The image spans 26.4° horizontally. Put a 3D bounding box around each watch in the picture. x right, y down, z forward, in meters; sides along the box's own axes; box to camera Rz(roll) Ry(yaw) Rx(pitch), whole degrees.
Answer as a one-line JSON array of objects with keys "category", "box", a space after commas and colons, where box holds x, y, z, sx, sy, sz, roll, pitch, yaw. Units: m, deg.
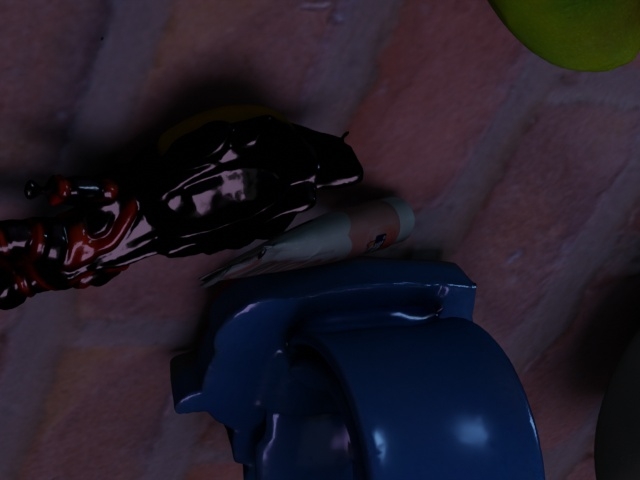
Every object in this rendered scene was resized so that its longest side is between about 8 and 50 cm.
[{"category": "watch", "box": [0.028, 0.188, 1.005, 0.241, 0.274, 0.305, -5, 132, -21]}]

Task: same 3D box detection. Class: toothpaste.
[{"category": "toothpaste", "box": [0.000, 0.000, 0.895, 0.056, 0.036, 0.205, -30, 173, 33]}]

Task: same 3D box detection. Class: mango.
[{"category": "mango", "box": [0.140, -0.185, 0.772, 0.125, 0.111, 0.233, -27, 139, 14]}]

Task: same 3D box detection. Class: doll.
[{"category": "doll", "box": [-0.097, -0.025, 0.859, 0.249, 0.088, 0.127, -18, 180, 0]}]

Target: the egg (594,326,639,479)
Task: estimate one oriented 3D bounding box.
[{"category": "egg", "box": [0.395, 0.131, 1.115, 0.276, 0.276, 0.389, 20, 127, -40]}]
